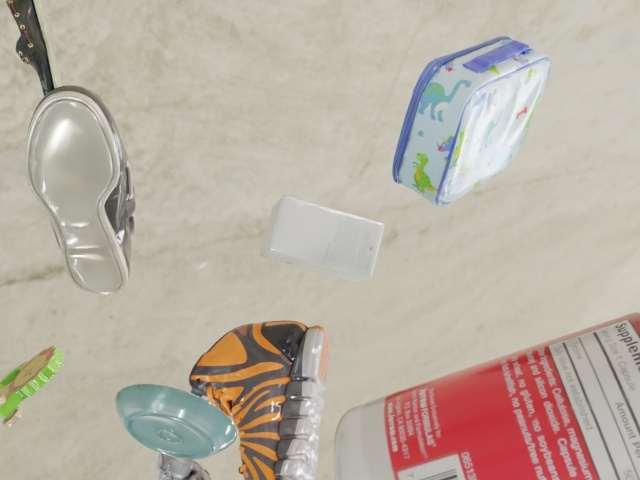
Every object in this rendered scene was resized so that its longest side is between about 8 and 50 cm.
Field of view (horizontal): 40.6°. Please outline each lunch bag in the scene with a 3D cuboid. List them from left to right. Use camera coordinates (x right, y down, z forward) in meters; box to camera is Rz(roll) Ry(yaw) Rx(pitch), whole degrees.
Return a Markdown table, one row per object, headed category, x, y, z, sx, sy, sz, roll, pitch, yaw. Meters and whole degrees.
| category | x | y | z | sx | sy | sz | roll | pitch | yaw |
| --- | --- | --- | --- | --- | --- | --- | --- | --- | --- |
| lunch bag | 0.186 | -0.153 | 1.056 | 0.219 | 0.090 | 0.176 | -30 | 144 | -42 |

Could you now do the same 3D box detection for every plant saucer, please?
| category | x | y | z | sx | sy | sz | roll | pitch | yaw |
| --- | --- | --- | --- | --- | --- | --- | --- | --- | --- |
| plant saucer | -0.137 | 0.174 | 0.804 | 0.119 | 0.119 | 0.021 | 98 | 6 | -52 |

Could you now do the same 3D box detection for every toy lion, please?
| category | x | y | z | sx | sy | sz | roll | pitch | yaw |
| --- | --- | --- | --- | --- | --- | --- | --- | --- | --- |
| toy lion | -0.322 | 0.153 | 0.938 | 0.034 | 0.100 | 0.096 | 50 | 63 | -21 |

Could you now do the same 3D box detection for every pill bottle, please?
| category | x | y | z | sx | sy | sz | roll | pitch | yaw |
| --- | --- | --- | --- | --- | --- | --- | --- | --- | --- |
| pill bottle | 0.236 | 0.192 | 0.733 | 0.408 | 0.229 | 0.229 | -20 | 154 | 11 |

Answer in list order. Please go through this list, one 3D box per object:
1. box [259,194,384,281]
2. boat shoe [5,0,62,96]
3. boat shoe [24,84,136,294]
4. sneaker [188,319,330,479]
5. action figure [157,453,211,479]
| category | x | y | z | sx | sy | sz | roll | pitch | yaw |
| --- | --- | --- | --- | --- | --- | --- | --- | --- | --- |
| box | 0.000 | 0.000 | 1.405 | 0.130 | 0.171 | 0.091 | 151 | -46 | -78 |
| boat shoe | -0.322 | -0.216 | 0.980 | 0.042 | 0.133 | 0.049 | -17 | 172 | -11 |
| boat shoe | -0.286 | -0.069 | 1.059 | 0.112 | 0.095 | 0.335 | 2 | 138 | -4 |
| sneaker | -0.096 | 0.262 | 1.182 | 0.180 | 0.321 | 0.124 | 4 | 151 | 12 |
| action figure | -0.187 | 0.437 | 1.398 | 0.099 | 0.185 | 0.285 | -32 | 122 | -6 |
